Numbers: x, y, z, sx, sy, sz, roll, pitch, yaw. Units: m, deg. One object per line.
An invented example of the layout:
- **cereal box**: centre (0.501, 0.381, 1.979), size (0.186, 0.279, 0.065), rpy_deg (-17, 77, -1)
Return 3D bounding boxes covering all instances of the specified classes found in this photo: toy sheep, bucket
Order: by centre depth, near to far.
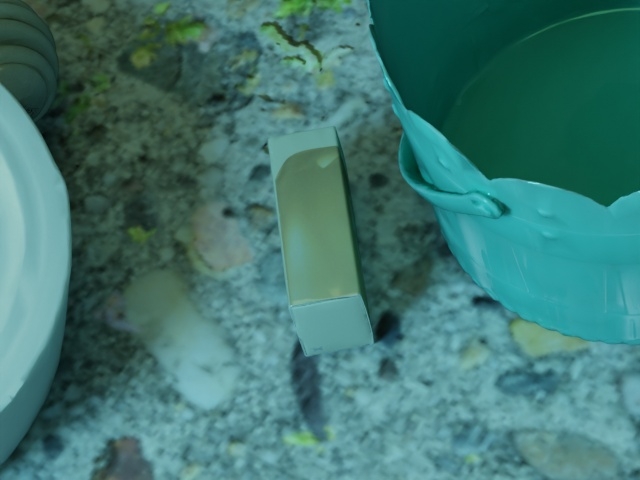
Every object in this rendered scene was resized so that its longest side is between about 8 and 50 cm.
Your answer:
- **bucket**: centre (0.165, -0.091, 0.946), size (0.281, 0.183, 0.281), rpy_deg (-5, 57, 7)
- **toy sheep**: centre (-0.202, -0.108, 1.080), size (0.091, 0.091, 0.132), rpy_deg (-21, 51, -3)

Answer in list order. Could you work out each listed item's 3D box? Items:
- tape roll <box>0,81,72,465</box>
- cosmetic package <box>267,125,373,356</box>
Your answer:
- **tape roll**: centre (-0.278, 0.018, 0.955), size (0.286, 0.100, 0.286), rpy_deg (4, 66, -8)
- **cosmetic package**: centre (0.000, 0.000, 0.992), size (0.041, 0.060, 0.115), rpy_deg (-11, 58, 4)
